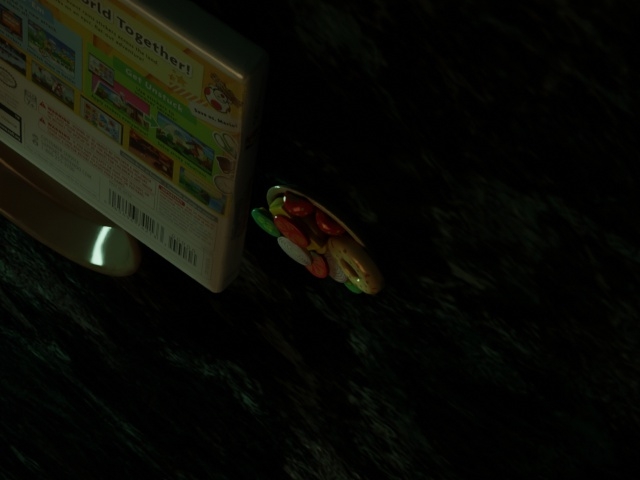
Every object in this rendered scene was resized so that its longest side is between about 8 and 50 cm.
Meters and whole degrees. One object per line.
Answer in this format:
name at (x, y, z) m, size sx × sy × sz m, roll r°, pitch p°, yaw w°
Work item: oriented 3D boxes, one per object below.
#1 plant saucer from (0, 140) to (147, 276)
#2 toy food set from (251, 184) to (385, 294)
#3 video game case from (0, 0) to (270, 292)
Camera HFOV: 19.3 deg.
plant saucer at (-0.220, -0.081, 1.285) m, size 0.278 × 0.041 × 0.278 m, roll 35°, pitch 160°, yaw 15°
toy food set at (0.000, 0.000, 1.077) m, size 0.083 × 0.020 × 0.082 m, roll 45°, pitch 161°, yaw -15°
video game case at (-0.130, -0.092, 1.047) m, size 0.227 × 0.026 × 0.206 m, roll 35°, pitch 149°, yaw 15°
